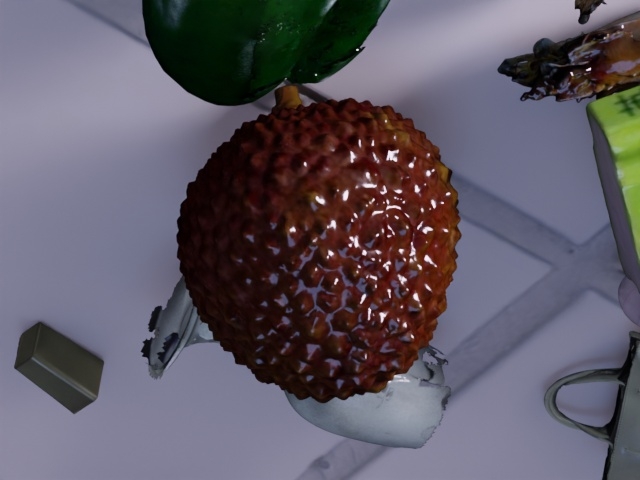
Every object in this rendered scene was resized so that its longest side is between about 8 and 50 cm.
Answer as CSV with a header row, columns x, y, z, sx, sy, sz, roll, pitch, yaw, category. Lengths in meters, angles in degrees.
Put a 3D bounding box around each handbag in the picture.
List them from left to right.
x,y,z,sx,sy,sz,roll,pitch,yaw,category
0.410,0.204,1.882,0.315,0.109,0.241,3,130,1,handbag

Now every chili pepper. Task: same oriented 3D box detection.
x,y,z,sx,sy,sz,roll,pitch,yaw,category
-0.045,-0.246,1.347,0.233,0.248,0.256,-3,147,-14,chili pepper

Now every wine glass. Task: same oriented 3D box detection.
x,y,z,sx,sy,sz,roll,pitch,yaw,category
-0.021,0.127,1.787,0.321,0.143,0.143,21,132,-20,wine glass

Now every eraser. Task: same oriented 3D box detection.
x,y,z,sx,sy,sz,roll,pitch,yaw,category
0.396,-0.070,1.523,0.274,0.092,0.210,-20,122,1,eraser

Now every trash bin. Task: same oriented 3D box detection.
x,y,z,sx,sy,sz,roll,pitch,yaw,category
-0.289,0.139,1.857,0.043,0.061,0.092,-31,125,29,trash bin

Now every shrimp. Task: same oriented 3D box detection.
x,y,z,sx,sy,sz,roll,pitch,yaw,category
0.317,-0.151,1.558,0.289,0.075,0.178,-19,136,1,shrimp

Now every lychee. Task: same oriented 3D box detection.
x,y,z,sx,sy,sz,roll,pitch,yaw,category
0.000,0.000,1.575,0.276,0.304,0.276,-10,168,-2,lychee

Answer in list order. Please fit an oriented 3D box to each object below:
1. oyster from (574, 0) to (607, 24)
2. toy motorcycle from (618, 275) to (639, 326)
x,y,z,sx,sy,sz,roll,pitch,yaw,category
0.270,-0.258,1.423,0.056,0.105,0.177,29,108,-9,oyster
0.390,-0.009,1.682,0.112,0.112,0.254,16,128,-15,toy motorcycle
